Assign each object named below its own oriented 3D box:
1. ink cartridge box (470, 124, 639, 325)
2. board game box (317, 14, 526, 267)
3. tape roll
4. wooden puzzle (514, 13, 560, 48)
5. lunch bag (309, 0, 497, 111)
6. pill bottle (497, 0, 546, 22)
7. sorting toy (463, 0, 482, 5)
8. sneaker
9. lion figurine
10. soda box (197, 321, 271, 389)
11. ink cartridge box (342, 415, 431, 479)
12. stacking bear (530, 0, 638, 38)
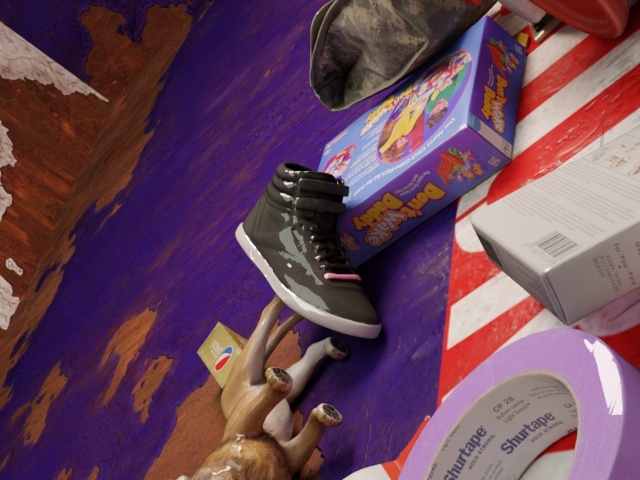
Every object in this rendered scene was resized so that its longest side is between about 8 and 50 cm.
[{"bbox_3d":[0.284,-0.033,1.186,0.238,0.060,0.275,-28,13,-1],"label":"ink cartridge box"},{"bbox_3d":[0.119,-0.119,1.701,0.347,0.078,0.233,-36,27,40],"label":"board game box"},{"bbox_3d":[0.174,0.211,1.039,0.275,0.090,0.275,-44,23,23],"label":"tape roll"},{"bbox_3d":[0.305,-0.303,1.681,0.116,0.014,0.078,-48,21,16],"label":"wooden puzzle"},{"bbox_3d":[0.115,-0.323,1.817,0.235,0.169,0.287,-40,-2,-32],"label":"lunch bag"},{"bbox_3d":[0.322,-0.434,1.629,0.283,0.160,0.160,-50,20,4],"label":"pill bottle"},{"bbox_3d":[0.196,-0.402,1.497,0.255,0.089,0.257,-50,21,4],"label":"sorting toy"},{"bbox_3d":[0.000,0.000,1.596,0.296,0.104,0.147,44,116,45],"label":"sneaker"},{"bbox_3d":[-0.079,0.226,1.549,0.240,0.142,0.392,-54,5,22],"label":"lion figurine"},{"bbox_3d":[-0.119,0.175,1.776,0.058,0.061,0.181,-55,20,-1],"label":"soda box"},{"bbox_3d":[0.064,0.265,1.260,0.179,0.045,0.145,-55,21,5],"label":"ink cartridge box"},{"bbox_3d":[0.365,-0.402,1.484,0.289,0.164,0.175,-57,22,-3],"label":"stacking bear"}]
